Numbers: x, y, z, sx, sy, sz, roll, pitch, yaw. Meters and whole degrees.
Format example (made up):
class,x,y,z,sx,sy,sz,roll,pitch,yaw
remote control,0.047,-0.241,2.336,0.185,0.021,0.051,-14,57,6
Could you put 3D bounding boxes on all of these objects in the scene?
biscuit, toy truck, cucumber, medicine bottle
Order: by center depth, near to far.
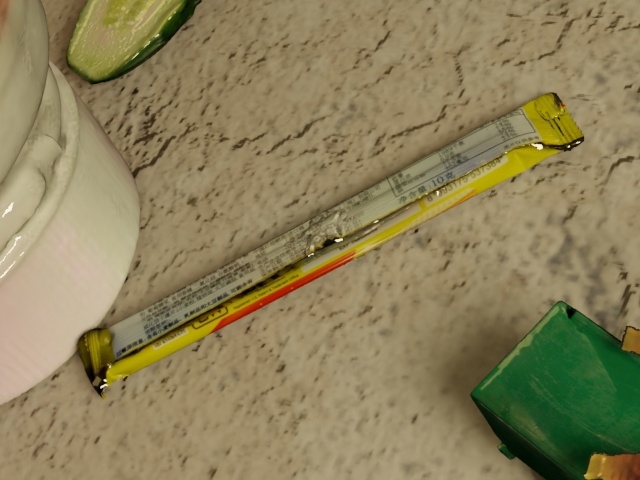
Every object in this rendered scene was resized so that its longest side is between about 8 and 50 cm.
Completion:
class,x,y,z,sx,sy,sz,roll,pitch,yaw
toy truck,0.140,0.098,0.609,0.065,0.079,0.147,-44,52,-9
medicine bottle,-0.257,-0.070,0.764,0.256,0.325,0.256,-14,51,17
biscuit,0.000,0.000,0.783,0.292,0.026,0.048,-28,45,5
cucumber,-0.114,-0.139,0.934,0.067,0.035,0.107,34,81,28

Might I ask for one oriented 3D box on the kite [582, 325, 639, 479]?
class,x,y,z,sx,sy,sz,roll,pitch,yaw
kite,0.282,0.086,0.528,0.360,0.022,0.204,12,56,16
